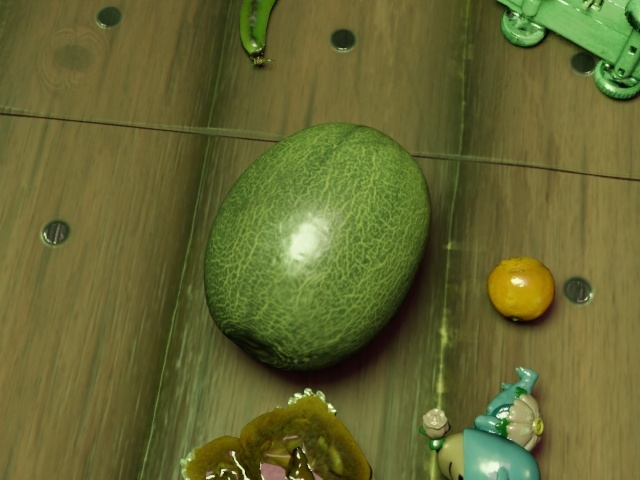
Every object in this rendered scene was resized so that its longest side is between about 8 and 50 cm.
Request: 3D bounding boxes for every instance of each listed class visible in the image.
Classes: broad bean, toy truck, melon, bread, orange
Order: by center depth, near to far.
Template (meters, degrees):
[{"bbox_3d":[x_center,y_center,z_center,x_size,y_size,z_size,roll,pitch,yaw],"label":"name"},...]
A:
[{"bbox_3d":[-0.030,0.289,1.093,0.192,0.110,0.210,-27,69,-11],"label":"bread"},{"bbox_3d":[0.000,0.000,1.144,0.237,0.237,0.302,28,66,12],"label":"melon"},{"bbox_3d":[0.240,0.058,1.200,0.083,0.083,0.084,0,67,1],"label":"orange"},{"bbox_3d":[0.364,-0.323,1.322,0.278,0.155,0.156,33,63,13],"label":"toy truck"},{"bbox_3d":[-0.071,-0.339,1.395,0.069,0.039,0.227,9,68,11],"label":"broad bean"}]

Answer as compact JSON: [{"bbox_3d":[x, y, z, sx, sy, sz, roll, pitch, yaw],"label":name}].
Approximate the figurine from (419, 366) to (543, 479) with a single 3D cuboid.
[{"bbox_3d":[0.185,0.228,1.125,0.144,0.114,0.178,16,57,15],"label":"figurine"}]
